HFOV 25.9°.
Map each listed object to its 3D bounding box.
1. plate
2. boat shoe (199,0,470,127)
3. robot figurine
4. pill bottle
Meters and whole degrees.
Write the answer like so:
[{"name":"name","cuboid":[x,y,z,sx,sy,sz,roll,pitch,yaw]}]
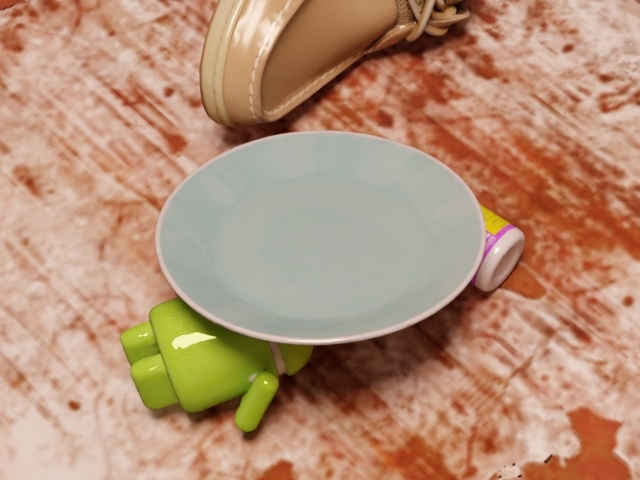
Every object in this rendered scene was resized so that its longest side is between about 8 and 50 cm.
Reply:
[{"name":"plate","cuboid":[0.000,0.000,0.795,0.188,0.024,0.188,-1,39,1]},{"name":"boat shoe","cuboid":[0.052,-0.192,0.907,0.110,0.121,0.341,30,66,21]},{"name":"robot figurine","cuboid":[-0.055,0.058,0.805,0.115,0.067,0.101,-20,49,-7]},{"name":"pill bottle","cuboid":[0.079,-0.008,0.843,0.083,0.043,0.043,34,69,22]}]
